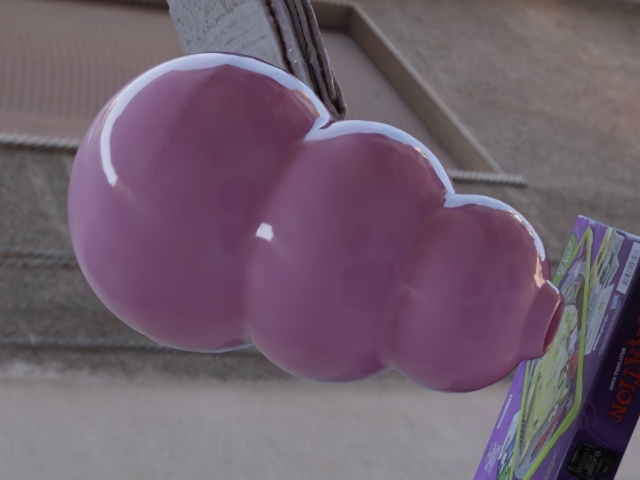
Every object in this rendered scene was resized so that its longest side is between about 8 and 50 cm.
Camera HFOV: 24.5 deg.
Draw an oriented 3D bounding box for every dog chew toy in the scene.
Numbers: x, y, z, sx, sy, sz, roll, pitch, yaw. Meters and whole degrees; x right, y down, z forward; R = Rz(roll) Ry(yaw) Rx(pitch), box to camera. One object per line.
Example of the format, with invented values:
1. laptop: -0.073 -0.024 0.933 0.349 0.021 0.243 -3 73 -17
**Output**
1. dog chew toy: 0.000 0.000 0.982 0.206 0.332 0.206 -53 -26 -40

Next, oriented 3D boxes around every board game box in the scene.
1. board game box: 0.171 0.156 1.104 0.056 0.208 0.347 20 -85 -10

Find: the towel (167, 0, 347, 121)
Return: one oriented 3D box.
1. towel: -0.066 -0.165 1.316 0.049 0.282 0.187 -19 -90 -20
